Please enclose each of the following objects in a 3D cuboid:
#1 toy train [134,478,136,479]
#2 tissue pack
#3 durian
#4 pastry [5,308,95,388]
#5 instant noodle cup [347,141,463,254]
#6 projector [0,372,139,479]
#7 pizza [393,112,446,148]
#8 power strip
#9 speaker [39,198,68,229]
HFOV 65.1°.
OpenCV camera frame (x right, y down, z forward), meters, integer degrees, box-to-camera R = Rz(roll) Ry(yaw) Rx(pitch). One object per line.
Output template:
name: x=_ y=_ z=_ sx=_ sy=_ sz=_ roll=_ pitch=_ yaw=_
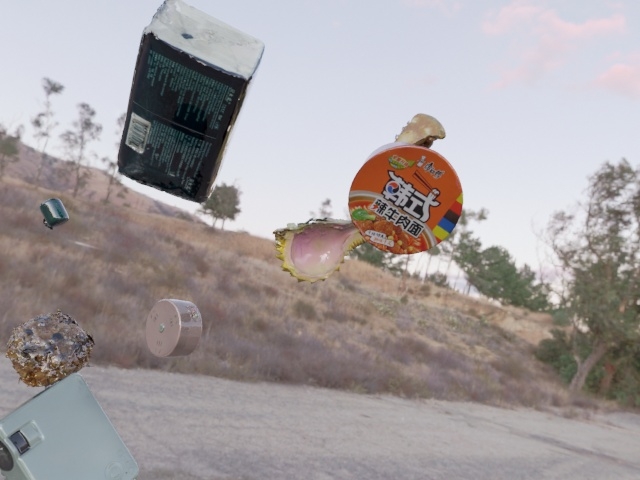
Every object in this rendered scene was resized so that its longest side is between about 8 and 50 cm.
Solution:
toy train: x=-0.675 y=0.688 z=1.413 sx=0.179 sy=0.442 sz=0.272 roll=-36 pitch=-16 yaw=26
tissue pack: x=-0.332 y=-0.336 z=1.256 sx=0.264 sy=0.253 sz=0.416 roll=20 pitch=-46 yaw=-13
durian: x=-0.015 y=0.000 z=1.361 sx=0.305 sy=0.186 sz=0.195 roll=-12 pitch=20 yaw=-31
pastry: x=-0.891 y=0.366 z=1.651 sx=0.274 sy=0.275 sz=0.193 roll=16 pitch=-54 yaw=-14
instant noodle cup: x=0.189 y=-0.114 z=1.167 sx=0.250 sy=0.250 sz=0.192 roll=14 pitch=21 yaw=-2
projector: x=-0.508 y=0.422 z=0.985 sx=0.099 sy=0.257 sz=0.192 roll=-27 pitch=6 yaw=28
pizza: x=0.278 y=-0.284 z=1.487 sx=0.069 sy=0.194 sz=0.154 roll=40 pitch=13 yaw=-39
power strip: x=-0.385 y=0.229 z=1.314 sx=0.154 sy=0.154 sz=0.078 roll=4 pitch=-7 yaw=39
speaker: x=-0.778 y=-0.074 z=1.466 sx=0.060 sy=0.075 sz=0.094 roll=-25 pitch=-4 yaw=-34
